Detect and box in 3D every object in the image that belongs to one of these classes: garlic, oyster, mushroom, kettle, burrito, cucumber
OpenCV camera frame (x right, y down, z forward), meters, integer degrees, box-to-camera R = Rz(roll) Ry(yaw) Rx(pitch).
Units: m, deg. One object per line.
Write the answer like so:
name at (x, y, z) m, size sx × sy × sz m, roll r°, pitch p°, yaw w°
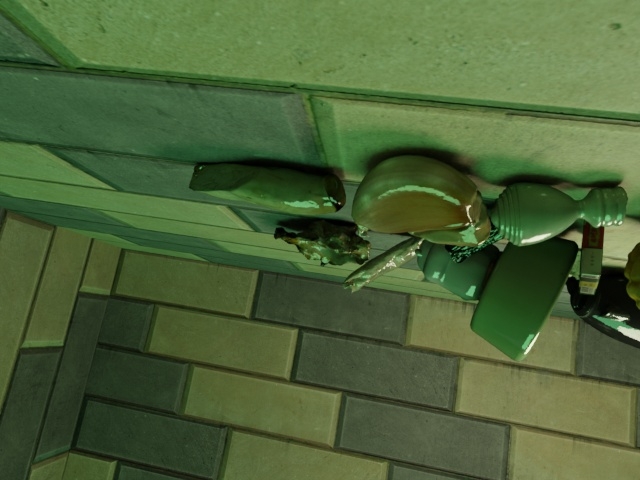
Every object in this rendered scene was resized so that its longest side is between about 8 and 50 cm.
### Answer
garlic at (0.163, -0.071, 0.758) m, size 0.228 × 0.110 × 0.217 m, roll -3°, pitch 153°, yaw 28°
oyster at (0.003, -0.001, 1.288) m, size 0.221 × 0.096 × 0.361 m, roll 20°, pitch 166°, yaw -25°
mushroom at (-0.111, -0.106, 0.866) m, size 0.333 × 0.087 × 0.107 m, roll 10°, pitch 170°, yaw 10°
kettle at (0.864, 0.183, 1.269) m, size 0.290 × 0.207 × 0.268 m, roll 14°, pitch -163°, yaw 6°
burrito at (0.184, 0.061, 1.225) m, size 0.275 × 0.059 × 0.082 m, roll -32°, pitch 158°, yaw 9°
cucumber at (0.331, -0.015, 0.868) m, size 0.058 × 0.058 × 0.187 m, roll 17°, pitch 143°, yaw -33°

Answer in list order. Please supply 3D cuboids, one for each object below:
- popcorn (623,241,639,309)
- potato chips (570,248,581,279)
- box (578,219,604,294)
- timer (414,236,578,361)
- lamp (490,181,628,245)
popcorn at (0.668, 0.074, 0.758) m, size 0.250 × 0.250 × 0.190 m, roll 2°, pitch -155°, yaw 36°
potato chips at (0.614, 0.065, 1.182) m, size 0.228 × 0.059 × 0.167 m, roll 6°, pitch 164°, yaw 45°
box at (0.520, 0.024, 0.845) m, size 0.034 × 0.132 × 0.235 m, roll 5°, pitch 169°, yaw 30°
timer at (0.376, 0.075, 1.022) m, size 0.315 × 0.290 × 0.291 m, roll 27°, pitch 177°, yaw 24°
lamp at (0.378, -0.046, 0.710) m, size 0.193 × 0.106 × 0.106 m, roll -3°, pitch 166°, yaw 18°
